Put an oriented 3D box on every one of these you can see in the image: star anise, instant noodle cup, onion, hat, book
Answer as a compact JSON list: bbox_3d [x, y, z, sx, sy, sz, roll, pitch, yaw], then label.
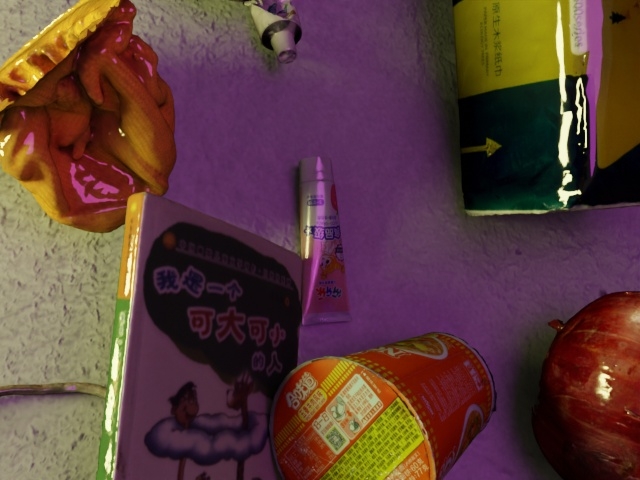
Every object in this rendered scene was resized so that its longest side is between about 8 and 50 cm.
[{"bbox_3d":[-0.234,0.181,0.785,0.227,0.218,0.148,10,105,16],"label":"star anise"},{"bbox_3d":[0.085,0.186,0.834,0.212,0.193,0.193,-15,83,-53],"label":"instant noodle cup"},{"bbox_3d":[0.395,0.199,0.963,0.276,0.276,0.276,7,74,-25],"label":"onion"},{"bbox_3d":[-0.197,-0.099,0.785,0.244,0.233,0.233,-34,120,10],"label":"hat"},{"bbox_3d":[-0.106,0.166,0.760,0.260,0.043,0.371,25,64,-57],"label":"book"}]

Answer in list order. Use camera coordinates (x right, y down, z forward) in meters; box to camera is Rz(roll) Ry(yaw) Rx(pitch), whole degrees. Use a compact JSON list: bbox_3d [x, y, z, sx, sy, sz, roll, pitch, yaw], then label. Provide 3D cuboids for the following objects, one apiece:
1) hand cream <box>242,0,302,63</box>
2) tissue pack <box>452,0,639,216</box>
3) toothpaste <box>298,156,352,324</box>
[{"bbox_3d":[-0.065,-0.332,0.986,0.084,0.050,0.257,-4,71,-29],"label":"hand cream"},{"bbox_3d":[0.325,-0.245,0.998,0.264,0.253,0.417,-5,92,-25],"label":"tissue pack"},{"bbox_3d":[0.000,0.000,0.938,0.067,0.043,0.195,-1,83,-30],"label":"toothpaste"}]
